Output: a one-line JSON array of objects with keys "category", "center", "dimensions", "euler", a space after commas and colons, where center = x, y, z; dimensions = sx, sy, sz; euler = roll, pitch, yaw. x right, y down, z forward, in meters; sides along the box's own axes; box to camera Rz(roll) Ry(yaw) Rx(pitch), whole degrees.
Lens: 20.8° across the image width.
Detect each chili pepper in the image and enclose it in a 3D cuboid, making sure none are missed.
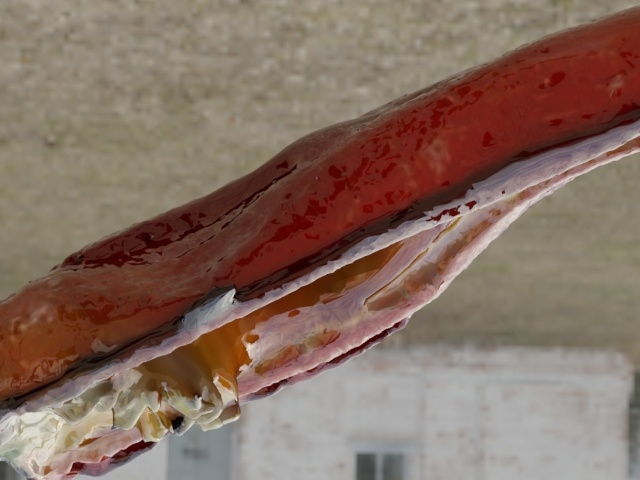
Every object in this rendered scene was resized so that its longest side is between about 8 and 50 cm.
[{"category": "chili pepper", "center": [0.000, 0.000, 0.360], "dimensions": [0.268, 0.050, 0.059], "euler": [-29, 149, -6]}]
